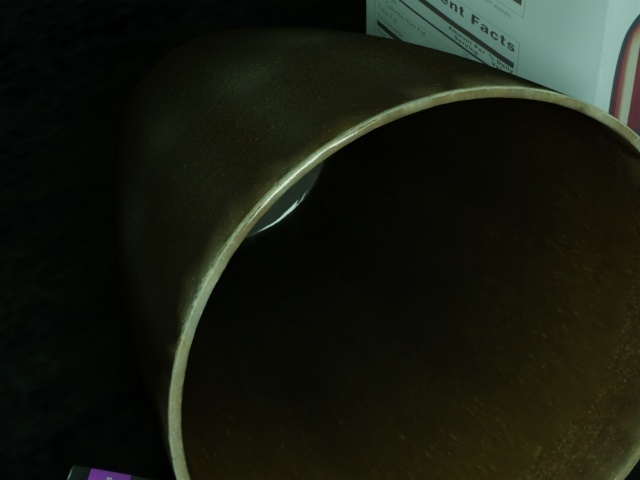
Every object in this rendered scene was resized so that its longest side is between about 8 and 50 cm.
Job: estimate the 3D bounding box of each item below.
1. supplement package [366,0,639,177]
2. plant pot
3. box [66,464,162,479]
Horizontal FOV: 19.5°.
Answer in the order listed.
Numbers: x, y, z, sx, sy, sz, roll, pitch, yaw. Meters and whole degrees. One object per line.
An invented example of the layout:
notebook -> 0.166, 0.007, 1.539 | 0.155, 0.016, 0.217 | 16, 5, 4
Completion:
supplement package -> 0.111, -0.107, 0.814 | 0.139, 0.244, 0.134 | -38, 61, -24
plant pot -> 0.000, 0.000, 0.771 | 0.215, 0.215, 0.230 | -23, 32, -15
box -> -0.037, 0.158, 0.752 | 0.162, 0.029, 0.116 | 8, 53, 9
